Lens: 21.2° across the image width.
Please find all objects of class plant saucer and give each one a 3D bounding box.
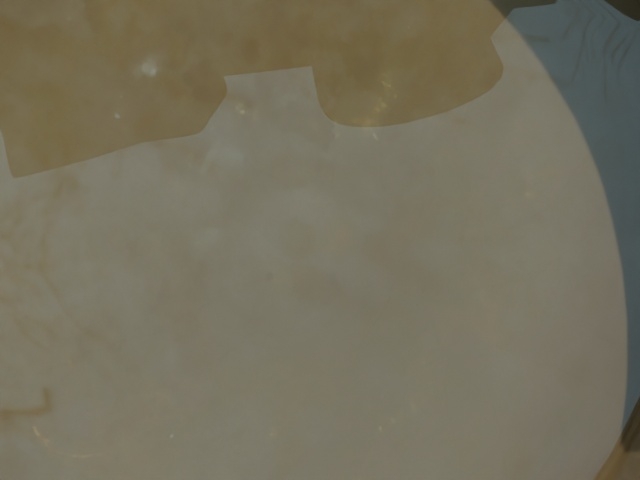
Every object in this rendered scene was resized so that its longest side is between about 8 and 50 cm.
[{"bbox_3d":[0.000,0.000,0.404,0.041,0.277,0.278,-159,-109,-64],"label":"plant saucer"}]
